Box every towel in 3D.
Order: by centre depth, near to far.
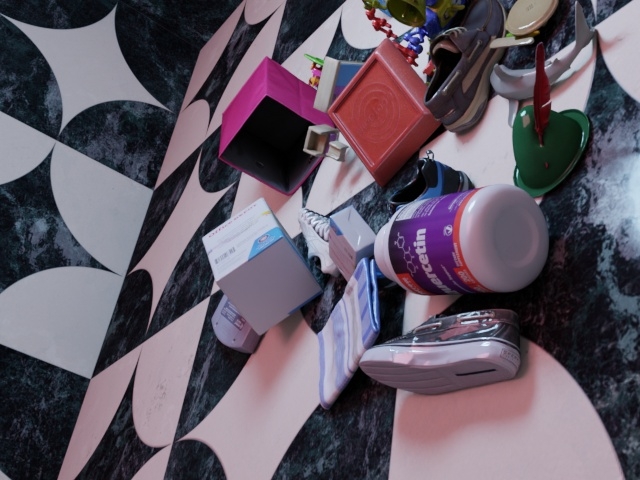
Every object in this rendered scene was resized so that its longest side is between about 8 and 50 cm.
[{"bbox_3d":[0.054,0.195,1.676,0.209,0.034,0.285,-92,21,-45],"label":"towel"}]

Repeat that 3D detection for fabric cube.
[{"bbox_3d":[-0.130,-0.340,2.402,0.254,0.259,0.258,-49,26,26],"label":"fabric cube"}]

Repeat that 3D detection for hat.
[{"bbox_3d":[0.357,-0.209,1.431,0.208,0.184,0.173,-62,25,-2],"label":"hat"}]

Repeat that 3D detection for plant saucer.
[{"bbox_3d":[0.140,-0.303,1.913,0.258,0.048,0.259,-48,66,34],"label":"plant saucer"}]

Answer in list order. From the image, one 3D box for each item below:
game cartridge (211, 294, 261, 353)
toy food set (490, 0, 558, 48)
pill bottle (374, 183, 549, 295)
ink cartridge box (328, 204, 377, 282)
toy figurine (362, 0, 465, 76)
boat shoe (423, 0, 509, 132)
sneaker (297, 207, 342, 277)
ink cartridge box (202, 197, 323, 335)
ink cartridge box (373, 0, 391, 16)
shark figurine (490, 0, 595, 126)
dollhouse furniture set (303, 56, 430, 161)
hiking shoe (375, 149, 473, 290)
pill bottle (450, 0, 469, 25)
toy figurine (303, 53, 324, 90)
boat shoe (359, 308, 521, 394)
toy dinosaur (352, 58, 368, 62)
[{"bbox_3d":[-0.217,0.205,2.246,0.196,0.060,0.294,-59,25,-3],"label":"game cartridge"},{"bbox_3d":[0.445,-0.476,1.685,0.132,0.038,0.192,14,73,55],"label":"toy food set"},{"bbox_3d":[0.236,0.008,1.440,0.323,0.181,0.181,-11,55,59],"label":"pill bottle"},{"bbox_3d":[0.070,0.016,1.779,0.062,0.104,0.181,-29,-24,-16],"label":"ink cartridge box"},{"bbox_3d":[0.241,-0.562,1.861,0.191,0.362,0.217,35,88,24],"label":"toy figurine"},{"bbox_3d":[0.318,-0.413,1.776,0.132,0.130,0.355,-21,46,54],"label":"boat shoe"},{"bbox_3d":[0.000,0.000,1.997,0.118,0.110,0.292,-67,24,9],"label":"sneaker"},{"bbox_3d":[-0.152,0.059,2.037,0.198,0.197,0.270,-34,28,1],"label":"ink cartridge box"},{"bbox_3d":[0.220,-0.810,2.261,0.307,0.223,0.129,-31,38,47],"label":"ink cartridge box"},{"bbox_3d":[0.403,-0.335,1.563,0.278,0.116,0.166,-22,47,56],"label":"shark figurine"},{"bbox_3d":[0.156,-0.314,2.063,0.303,0.198,0.286,30,115,35],"label":"dollhouse furniture set"},{"bbox_3d":[0.175,-0.039,1.661,0.304,0.132,0.113,-56,25,11],"label":"hiking shoe"},{"bbox_3d":[0.313,-0.651,2.040,0.123,0.123,0.219,-40,31,38],"label":"pill bottle"},{"bbox_3d":[-0.022,-0.494,2.552,0.173,0.130,0.159,-70,5,-74],"label":"toy figurine"},{"bbox_3d":[0.213,0.190,1.403,0.335,0.121,0.119,-13,45,45],"label":"boat shoe"},{"bbox_3d":[0.123,-0.437,2.235,0.211,0.112,0.064,-55,40,2],"label":"toy dinosaur"}]
